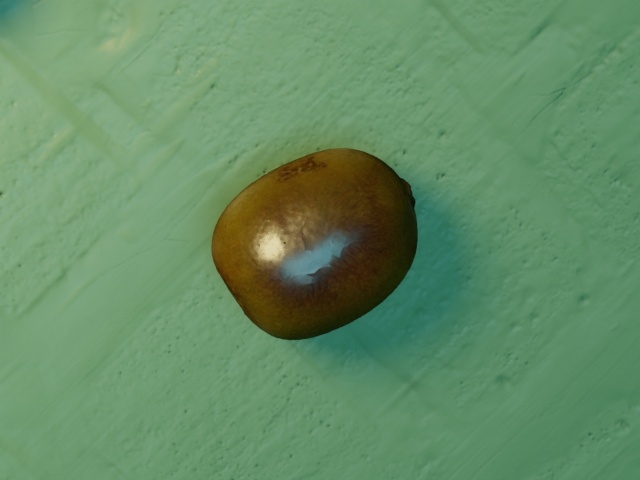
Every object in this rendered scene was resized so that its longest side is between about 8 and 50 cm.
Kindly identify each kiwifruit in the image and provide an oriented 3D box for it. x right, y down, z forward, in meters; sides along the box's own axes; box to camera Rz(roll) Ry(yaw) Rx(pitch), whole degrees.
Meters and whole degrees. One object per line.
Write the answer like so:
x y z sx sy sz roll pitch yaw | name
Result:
0.000 0.000 1.316 0.234 0.196 0.196 -33 108 -1 | kiwifruit
